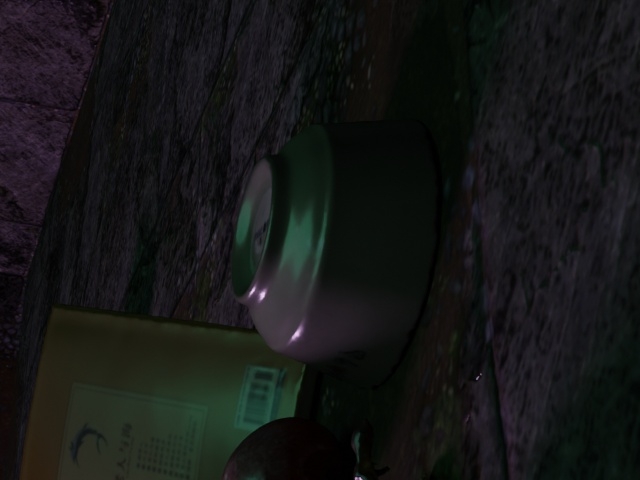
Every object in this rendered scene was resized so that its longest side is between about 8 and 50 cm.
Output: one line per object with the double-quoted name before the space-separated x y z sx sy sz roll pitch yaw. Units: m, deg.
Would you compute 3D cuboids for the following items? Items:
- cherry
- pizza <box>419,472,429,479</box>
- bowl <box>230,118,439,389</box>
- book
"cherry" -0.006 0.168 1.016 0.225 0.090 0.107 -41 25 50
"pizza" 0.054 0.202 0.888 0.123 0.026 0.109 135 144 -64
"bowl" 0.000 0.000 1.045 0.211 0.112 0.211 -168 90 -74
"book" -0.156 0.202 1.288 0.389 0.032 0.269 5 83 46
